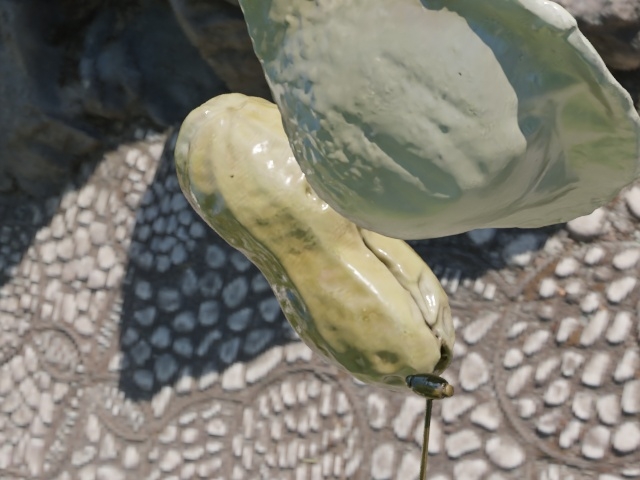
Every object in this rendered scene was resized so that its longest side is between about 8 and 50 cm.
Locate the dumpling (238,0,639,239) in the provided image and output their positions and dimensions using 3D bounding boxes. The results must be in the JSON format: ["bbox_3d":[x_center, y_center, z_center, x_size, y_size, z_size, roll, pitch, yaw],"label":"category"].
[{"bbox_3d":[0.065,-0.074,0.580,0.166,0.126,0.216,-15,111,43],"label":"dumpling"}]

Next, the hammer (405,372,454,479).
[{"bbox_3d":[0.058,0.130,0.678,0.029,0.014,0.123,15,117,27],"label":"hammer"}]

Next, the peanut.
[{"bbox_3d":[0.000,0.000,0.951,0.130,0.130,0.290,-38,93,27],"label":"peanut"}]
